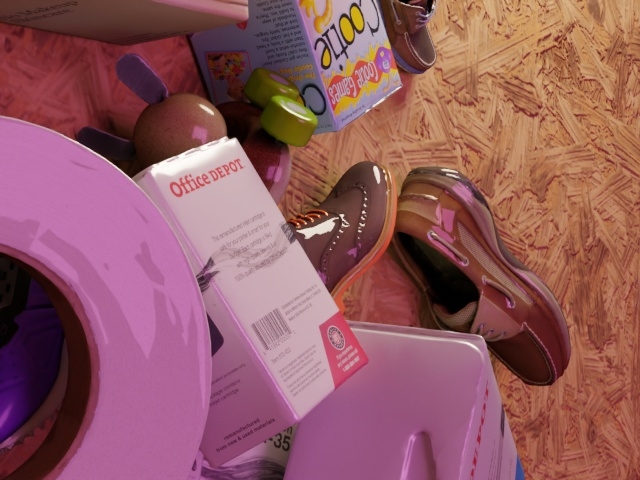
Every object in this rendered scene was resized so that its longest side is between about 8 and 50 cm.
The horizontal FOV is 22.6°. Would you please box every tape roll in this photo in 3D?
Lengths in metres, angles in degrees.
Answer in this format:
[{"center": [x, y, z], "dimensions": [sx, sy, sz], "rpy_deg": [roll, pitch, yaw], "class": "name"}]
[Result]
[{"center": [-0.271, 0.097, 1.174], "dimensions": [0.392, 0.072, 0.392], "rpy_deg": [-1, 92, -23], "class": "tape roll"}]

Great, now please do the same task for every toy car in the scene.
[{"center": [-0.126, -0.097, 1.493], "dimensions": [0.188, 0.149, 0.155], "rpy_deg": [22, 108, -24], "class": "toy car"}]

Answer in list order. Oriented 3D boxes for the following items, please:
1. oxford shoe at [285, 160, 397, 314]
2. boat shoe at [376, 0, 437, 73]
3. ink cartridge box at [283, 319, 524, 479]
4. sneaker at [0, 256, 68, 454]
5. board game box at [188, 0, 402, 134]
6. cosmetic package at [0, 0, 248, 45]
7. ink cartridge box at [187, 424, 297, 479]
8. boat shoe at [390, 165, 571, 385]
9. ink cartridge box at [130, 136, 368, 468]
[{"center": [0.000, 0.000, 1.676], "dimensions": [0.098, 0.097, 0.271], "rpy_deg": [51, 48, -28], "class": "oxford shoe"}, {"center": [0.097, -0.271, 1.864], "dimensions": [0.183, 0.066, 0.066], "rpy_deg": [56, 45, -31], "class": "boat shoe"}, {"center": [0.085, 0.286, 1.571], "dimensions": [0.395, 0.166, 0.285], "rpy_deg": [66, 33, -60], "class": "ink cartridge box"}, {"center": [-0.261, 0.045, 1.328], "dimensions": [0.146, 0.102, 0.293], "rpy_deg": [53, 42, -29], "class": "sneaker"}, {"center": [-0.045, -0.251, 1.609], "dimensions": [0.142, 0.144, 0.275], "rpy_deg": [-38, 115, -50], "class": "board game box"}, {"center": [-0.219, -0.250, 1.369], "dimensions": [0.309, 0.160, 0.113], "rpy_deg": [1, 84, -52], "class": "cosmetic package"}, {"center": [-0.130, 0.220, 1.447], "dimensions": [0.207, 0.117, 0.283], "rpy_deg": [28, 63, -47], "class": "ink cartridge box"}, {"center": [0.176, 0.062, 1.891], "dimensions": [0.324, 0.123, 0.120], "rpy_deg": [52, 52, -24], "class": "boat shoe"}, {"center": [-0.083, 0.046, 1.360], "dimensions": [0.237, 0.100, 0.172], "rpy_deg": [59, 26, 0], "class": "ink cartridge box"}]
